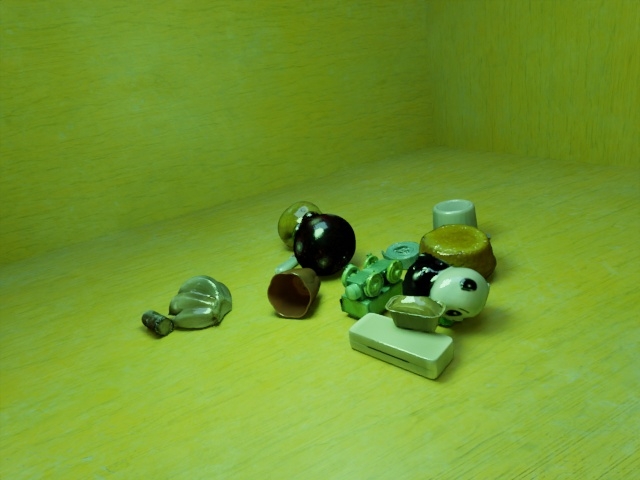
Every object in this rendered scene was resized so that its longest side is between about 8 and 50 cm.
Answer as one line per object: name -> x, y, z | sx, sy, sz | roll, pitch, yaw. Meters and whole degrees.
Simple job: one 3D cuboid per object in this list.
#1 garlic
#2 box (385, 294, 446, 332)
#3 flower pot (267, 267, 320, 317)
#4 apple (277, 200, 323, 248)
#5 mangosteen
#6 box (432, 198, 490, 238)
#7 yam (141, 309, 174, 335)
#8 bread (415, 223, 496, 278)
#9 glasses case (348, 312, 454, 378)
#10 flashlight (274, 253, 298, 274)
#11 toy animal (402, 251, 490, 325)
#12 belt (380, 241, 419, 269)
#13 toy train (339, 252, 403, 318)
garlic -> -0.492, 0.263, 1.690 | 0.292, 0.210, 0.237 | 5, 60, 24
box -> 0.293, 0.216, 1.258 | 0.177, 0.111, 0.111 | 3, 26, 30
flower pot -> -0.091, 0.190, 1.610 | 0.190, 0.191, 0.173 | -2, 12, 21
apple -> -0.096, -0.069, 2.141 | 0.264, 0.264, 0.264 | -9, 22, 4
mangosteen -> 0.015, 0.000, 1.829 | 0.296, 0.297, 0.313 | -12, 60, -4
box -> 0.636, -0.070, 1.857 | 0.291, 0.206, 0.262 | -15, 22, -5
yam -> -0.655, 0.330, 1.638 | 0.141, 0.079, 0.079 | 9, 29, 44
bread -> 0.535, 0.058, 1.620 | 0.312, 0.172, 0.312 | -8, 29, 5
glasses case -> 0.243, 0.317, 1.263 | 0.312, 0.070, 0.131 | 10, 29, 41
flashlight -> -0.149, 0.111, 1.981 | 0.093, 0.048, 0.200 | 1, 23, 38
toy animal -> 0.420, 0.177, 1.371 | 0.212, 0.213, 0.266 | -23, 28, -28
belt -> 0.372, 0.068, 1.806 | 0.147, 0.082, 0.163 | -28, 29, -14
toy train -> 0.195, 0.168, 1.501 | 0.271, 0.188, 0.159 | -25, 26, -38
